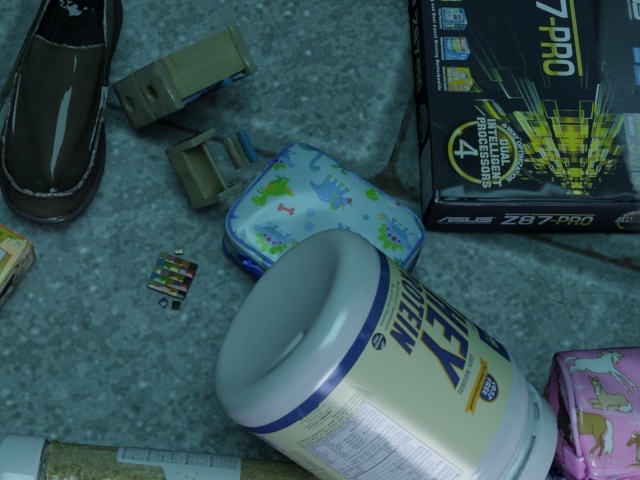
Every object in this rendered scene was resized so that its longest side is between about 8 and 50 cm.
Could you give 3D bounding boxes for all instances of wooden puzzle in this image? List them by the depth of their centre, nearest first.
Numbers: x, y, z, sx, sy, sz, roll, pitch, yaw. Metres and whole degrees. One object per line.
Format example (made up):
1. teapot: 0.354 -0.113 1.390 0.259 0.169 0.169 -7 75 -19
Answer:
1. wooden puzzle: -0.181 0.044 1.819 0.049 0.006 0.083 20 66 4

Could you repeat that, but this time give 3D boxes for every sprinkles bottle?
1. sprinkles bottle: -0.180 0.287 1.647 0.355 0.121 0.121 5 66 -3

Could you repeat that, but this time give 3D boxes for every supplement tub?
1. supplement tub: 0.074 0.165 1.607 0.325 0.235 0.235 37 64 -23

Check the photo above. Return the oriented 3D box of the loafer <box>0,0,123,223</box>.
1. loafer: -0.327 -0.198 1.846 0.134 0.130 0.366 4 66 -3

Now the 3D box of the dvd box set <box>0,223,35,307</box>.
1. dvd box set: -0.573 0.104 1.726 0.307 0.062 0.420 27 67 7

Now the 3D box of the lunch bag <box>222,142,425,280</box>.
1. lunch bag: 0.000 0.000 1.810 0.219 0.090 0.176 34 66 10

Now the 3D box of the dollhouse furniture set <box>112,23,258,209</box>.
1. dollhouse furniture set: -0.145 -0.148 1.852 0.129 0.129 0.184 -31 99 -32

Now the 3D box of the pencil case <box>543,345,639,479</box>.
1. pencil case: 0.453 0.203 1.725 0.386 0.160 0.167 -2 94 -7

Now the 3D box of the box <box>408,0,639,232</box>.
1. box: 0.281 -0.202 1.924 0.318 0.097 0.395 2 65 -8
